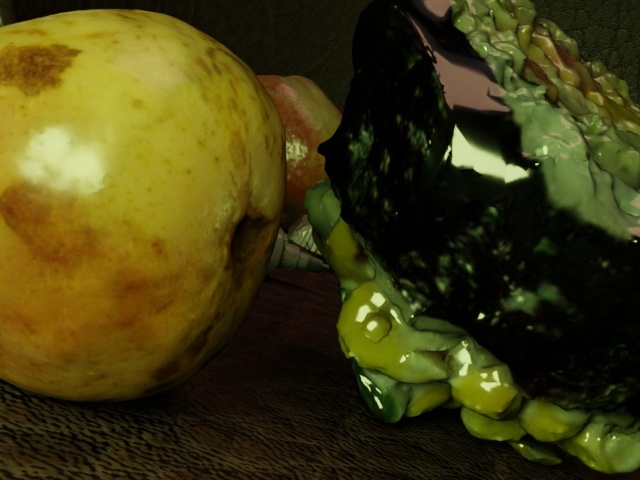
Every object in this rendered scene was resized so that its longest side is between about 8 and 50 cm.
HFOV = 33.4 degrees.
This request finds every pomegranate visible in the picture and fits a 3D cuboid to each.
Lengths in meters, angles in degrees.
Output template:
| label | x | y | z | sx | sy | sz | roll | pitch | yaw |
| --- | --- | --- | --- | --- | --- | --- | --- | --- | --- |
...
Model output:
| label | x | y | z | sx | sy | sz | roll | pitch | yaw |
| --- | --- | --- | --- | --- | --- | --- | --- | --- | --- |
| pomegranate | -0.129 | -0.025 | 0.581 | 0.215 | 0.215 | 0.215 | 19 | 7 | -2 |

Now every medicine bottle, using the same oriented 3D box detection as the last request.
| label | x | y | z | sx | sy | sz | roll | pitch | yaw |
| --- | --- | --- | --- | --- | --- | --- | --- | --- | --- |
| medicine bottle | -0.081 | 0.003 | 1.140 | 0.199 | 0.058 | 0.057 | 18 | 7 | -18 |

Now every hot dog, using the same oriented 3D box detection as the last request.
| label | x | y | z | sx | sy | sz | roll | pitch | yaw |
| --- | --- | --- | --- | --- | --- | --- | --- | --- | --- |
| hot dog | 0.000 | 0.000 | 1.425 | 0.099 | 0.053 | 0.192 | 20 | 4 | -6 |

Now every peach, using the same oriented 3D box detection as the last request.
| label | x | y | z | sx | sy | sz | roll | pitch | yaw |
| --- | --- | --- | --- | --- | --- | --- | --- | --- | --- |
| peach | -0.054 | -0.117 | 1.588 | 0.232 | 0.257 | 0.232 | -21 | -4 | -1 |

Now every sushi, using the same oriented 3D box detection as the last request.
| label | x | y | z | sx | sy | sz | roll | pitch | yaw |
| --- | --- | --- | --- | --- | --- | --- | --- | --- | --- |
| sushi | 0.119 | 0.003 | 0.785 | 0.328 | 0.285 | 0.328 | 19 | 35 | -39 |

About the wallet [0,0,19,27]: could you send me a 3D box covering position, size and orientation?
| label | x | y | z | sx | sy | sz | roll | pitch | yaw |
| --- | --- | --- | --- | --- | --- | --- | --- | --- | --- |
| wallet | -0.299 | -0.137 | 1.041 | 0.049 | 0.229 | 0.182 | -16 | 17 | -16 |
